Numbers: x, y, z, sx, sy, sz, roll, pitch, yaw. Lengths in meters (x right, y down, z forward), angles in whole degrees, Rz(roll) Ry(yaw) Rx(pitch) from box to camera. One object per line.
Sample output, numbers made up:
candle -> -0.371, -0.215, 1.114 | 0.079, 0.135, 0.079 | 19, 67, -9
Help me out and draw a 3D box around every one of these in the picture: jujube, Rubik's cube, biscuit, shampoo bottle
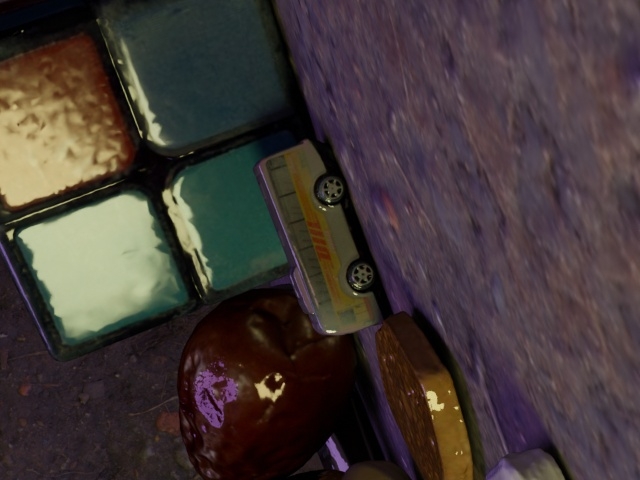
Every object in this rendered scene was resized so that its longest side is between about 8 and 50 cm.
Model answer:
jujube -> -0.078, 0.199, 1.243 | 0.318, 0.223, 0.223 | 113, 143, -45
Rubik's cube -> -0.188, -0.111, 0.999 | 0.313, 0.318, 0.316 | -127, 17, -66
biscuit -> 0.078, 0.124, 0.725 | 0.220, 0.029, 0.142 | 94, 156, -74
shampoo bottle -> 0.073, 0.389, 1.387 | 0.125, 0.084, 0.350 | 102, 148, -67

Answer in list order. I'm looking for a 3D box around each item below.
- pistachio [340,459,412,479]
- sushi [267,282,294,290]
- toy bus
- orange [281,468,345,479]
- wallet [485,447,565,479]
pistachio -> 0.073, 0.336, 1.029 | 0.152, 0.126, 0.223 | 0, 115, 45
sushi -> -0.044, 0.155, 1.473 | 0.332, 0.124, 0.130 | 98, 152, -73
toy bus -> 0.000, 0.000, 0.832 | 0.057, 0.072, 0.172 | 166, 83, -80
orange -> -0.003, 0.400, 1.235 | 0.182, 0.234, 0.234 | -118, 10, -49
wallet -> 0.131, 0.195, 0.470 | 0.095, 0.033, 0.190 | 81, 169, -67
